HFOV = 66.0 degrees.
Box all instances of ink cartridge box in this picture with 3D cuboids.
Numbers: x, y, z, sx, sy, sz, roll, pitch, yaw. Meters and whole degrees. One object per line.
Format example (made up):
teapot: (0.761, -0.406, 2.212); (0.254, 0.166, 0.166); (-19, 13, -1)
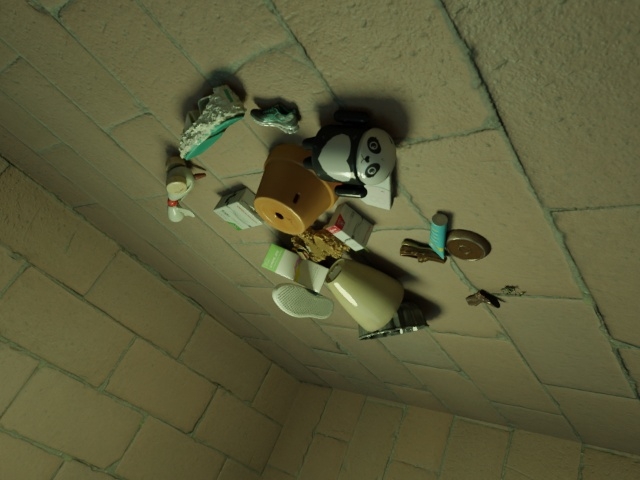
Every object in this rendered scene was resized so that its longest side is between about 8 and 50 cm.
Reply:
ink cartridge box: (0.128, -0.200, 1.626); (0.232, 0.066, 0.189); (12, 150, 17)
ink cartridge box: (-0.334, -0.130, 2.101); (0.208, 0.087, 0.153); (-9, 136, 49)
ink cartridge box: (-0.074, 0.140, 2.240); (0.353, 0.119, 0.207); (24, 178, 4)
ink cartridge box: (0.112, -0.048, 1.839); (0.150, 0.109, 0.063); (37, 150, -20)

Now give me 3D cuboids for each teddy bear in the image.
teddy bear: (0.000, 0.000, 2.048); (0.245, 0.113, 0.338); (33, 160, 3)

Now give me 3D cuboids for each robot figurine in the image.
robot figurine: (0.082, -0.251, 1.445); (0.277, 0.174, 0.209); (11, 151, 28)

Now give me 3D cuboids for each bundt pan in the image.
bundt pan: (0.322, 0.363, 2.245); (0.330, 0.124, 0.331); (-9, 164, -3)

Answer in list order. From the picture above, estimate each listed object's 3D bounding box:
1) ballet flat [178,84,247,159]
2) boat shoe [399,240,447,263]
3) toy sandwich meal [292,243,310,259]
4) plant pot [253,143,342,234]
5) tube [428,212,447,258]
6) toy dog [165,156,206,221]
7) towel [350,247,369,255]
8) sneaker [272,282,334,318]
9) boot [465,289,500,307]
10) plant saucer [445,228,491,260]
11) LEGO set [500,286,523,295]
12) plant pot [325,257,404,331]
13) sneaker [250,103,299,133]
ballet flat: (-0.380, -0.402, 1.665); (0.147, 0.147, 0.408); (39, 147, -23)
boat shoe: (0.380, 0.057, 1.836); (0.177, 0.060, 0.064); (18, 163, 16)
toy sandwich meal: (-0.084, 0.046, 2.084); (0.085, 0.029, 0.086); (32, 160, 13)
plant pot: (-0.098, -0.160, 1.707); (0.290, 0.204, 0.291); (24, 154, 13)
tube: (0.407, -0.015, 1.711); (0.080, 0.052, 0.207); (57, 170, 32)
toy dog: (-0.572, -0.211, 2.095); (0.160, 0.220, 0.333); (-1, 166, -16)
towel: (0.161, 0.038, 2.054); (0.060, 0.010, 0.083); (38, 151, -20)
sneaker: (-0.104, 0.261, 2.166); (0.150, 0.135, 0.365); (16, 171, 43)
boot: (0.646, 0.248, 1.973); (0.106, 0.037, 0.114); (39, 149, 3)
plant saucer: (0.504, 0.023, 1.718); (0.168, 0.029, 0.168); (21, 153, 12)
LEGO set: (0.712, 0.185, 1.834); (0.083, 0.024, 0.054); (19, 157, -15)
plant pot: (0.162, 0.202, 2.065); (0.274, 0.257, 0.256); (37, 151, -20)
sneaker: (-0.140, -0.393, 1.531); (0.166, 0.065, 0.076); (17, 135, 11)
